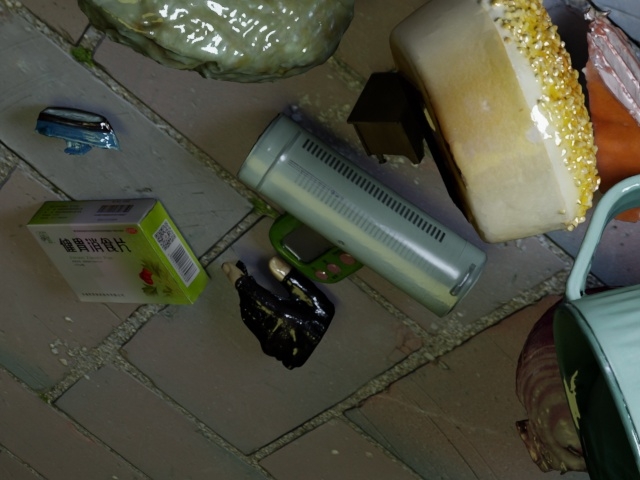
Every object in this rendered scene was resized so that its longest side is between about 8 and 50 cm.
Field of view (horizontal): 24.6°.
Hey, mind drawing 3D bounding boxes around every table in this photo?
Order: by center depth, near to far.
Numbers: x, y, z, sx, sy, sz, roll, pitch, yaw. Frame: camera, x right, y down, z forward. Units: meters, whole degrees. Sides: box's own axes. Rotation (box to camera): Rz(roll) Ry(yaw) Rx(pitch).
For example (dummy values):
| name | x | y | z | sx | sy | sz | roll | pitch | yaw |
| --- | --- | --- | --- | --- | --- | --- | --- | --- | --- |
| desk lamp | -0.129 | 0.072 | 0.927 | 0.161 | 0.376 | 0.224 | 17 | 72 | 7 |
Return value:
| name | x | y | z | sx | sy | sz | roll | pitch | yaw |
| --- | --- | --- | --- | --- | --- | --- | --- | --- | --- |
| table | 0.091 | -0.145 | 1.786 | 0.070 | 0.083 | 0.082 | 3 | 140 | 32 |

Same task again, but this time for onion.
| name | x | y | z | sx | sy | sz | roll | pitch | yaw |
| --- | --- | --- | --- | --- | --- | --- | --- | --- | --- |
| onion | 0.375 | 0.169 | 1.815 | 0.272 | 0.256 | 0.231 | -19 | 79 | 24 |

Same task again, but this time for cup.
| name | x | y | z | sx | sy | sz | roll | pitch | yaw |
| --- | --- | --- | --- | --- | --- | --- | --- | --- | --- |
| cup | 0.437 | 0.122 | 1.489 | 0.310 | 0.392 | 0.401 | -117 | 9 | -81 |

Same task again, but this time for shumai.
| name | x | y | z | sx | sy | sz | roll | pitch | yaw |
| --- | --- | --- | --- | --- | --- | --- | --- | --- | --- |
| shumai | -0.150 | -0.293 | 1.666 | 0.329 | 0.292 | 0.288 | 22 | 158 | -24 |

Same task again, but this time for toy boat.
| name | x | y | z | sx | sy | sz | roll | pitch | yaw |
| --- | --- | --- | --- | --- | --- | --- | --- | --- | --- |
| toy boat | -0.352 | -0.155 | 2.134 | 0.137 | 0.060 | 0.061 | 9 | 120 | 21 |

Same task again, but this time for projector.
| name | x | y | z | sx | sy | sz | roll | pitch | yaw |
| --- | --- | --- | --- | --- | --- | --- | --- | --- | --- |
| projector | 0.054 | -0.033 | 1.928 | 0.337 | 0.108 | 0.108 | 35 | 145 | -3 |

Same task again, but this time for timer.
| name | x | y | z | sx | sy | sz | roll | pitch | yaw |
| --- | --- | --- | --- | --- | --- | --- | --- | --- | --- |
| timer | 0.000 | 0.000 | 2.062 | 0.128 | 0.047 | 0.140 | 39 | 145 | -12 |

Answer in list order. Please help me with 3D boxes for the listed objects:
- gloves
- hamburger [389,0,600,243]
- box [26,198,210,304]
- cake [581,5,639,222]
| name | x | y | z | sx | sy | sz | roll | pitch | yaw |
| --- | --- | --- | --- | --- | --- | --- | --- | --- | --- |
| gloves | -0.078 | 0.099 | 2.190 | 0.180 | 0.106 | 0.129 | 31 | 147 | -5 |
| hamburger | 0.191 | -0.141 | 1.542 | 0.170 | 0.302 | 0.302 | -24 | 127 | 2 |
| box | -0.321 | 0.019 | 2.320 | 0.260 | 0.062 | 0.175 | 0 | 134 | 39 |
| cake | 0.343 | -0.136 | 1.590 | 0.135 | 0.098 | 0.287 | 4 | 142 | 33 |
